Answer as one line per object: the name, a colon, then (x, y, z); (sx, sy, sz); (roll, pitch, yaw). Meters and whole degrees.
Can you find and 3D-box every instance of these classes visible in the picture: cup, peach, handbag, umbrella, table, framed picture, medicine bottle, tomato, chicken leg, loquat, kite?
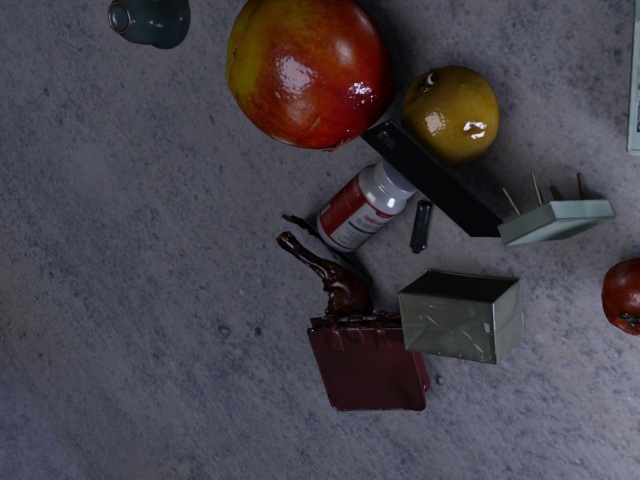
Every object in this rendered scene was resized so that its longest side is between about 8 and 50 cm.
cup: (-0.448, -0.563, 2.230); (0.199, 0.150, 0.199); (15, 117, 31)
peach: (-0.014, -0.360, 1.881); (0.370, 0.370, 0.370); (15, 118, 31)
handbag: (0.117, 0.291, 2.154); (0.260, 0.084, 0.276); (-3, 124, 22)
umbrella: (0.229, -0.030, 2.042); (0.036, 0.031, 0.133); (25, 123, 28)
table: (0.448, -0.068, 1.740); (0.121, 0.240, 0.111); (-29, 74, 40)
framed picture: (0.235, -0.120, 1.840); (0.338, 0.014, 0.255); (41, 174, -7)
medicine bottle: (0.106, -0.084, 2.043); (0.131, 0.131, 0.250); (53, 131, 5)
tomato: (0.626, 0.100, 1.722); (0.187, 0.151, 0.187); (29, 167, 8)
chicken leg: (0.039, 0.129, 2.185); (0.158, 0.096, 0.407); (-24, 109, 29)
loquat: (0.259, -0.249, 1.809); (0.208, 0.208, 0.208); (15, 118, 31)
kite: (0.000, 0.000, 2.155); (0.016, 0.321, 0.234); (-50, 32, 3)

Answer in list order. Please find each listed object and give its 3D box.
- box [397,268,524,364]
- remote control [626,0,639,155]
box: (0.313, 0.168, 1.989); (0.231, 0.149, 0.156); (6, 112, 35)
remote control: (0.630, -0.316, 1.609); (0.145, 0.050, 0.344); (9, 115, 33)
